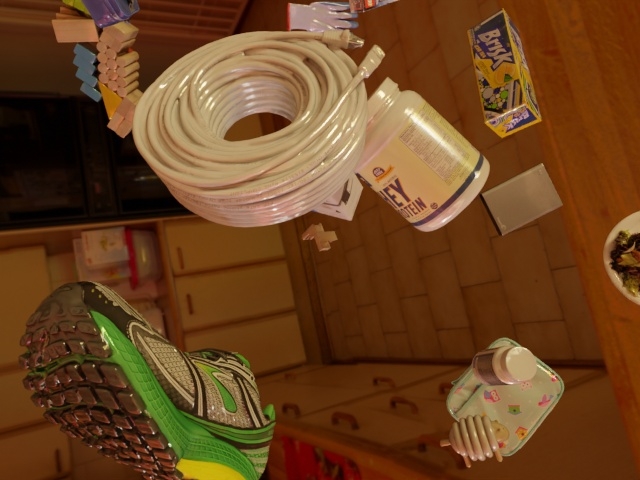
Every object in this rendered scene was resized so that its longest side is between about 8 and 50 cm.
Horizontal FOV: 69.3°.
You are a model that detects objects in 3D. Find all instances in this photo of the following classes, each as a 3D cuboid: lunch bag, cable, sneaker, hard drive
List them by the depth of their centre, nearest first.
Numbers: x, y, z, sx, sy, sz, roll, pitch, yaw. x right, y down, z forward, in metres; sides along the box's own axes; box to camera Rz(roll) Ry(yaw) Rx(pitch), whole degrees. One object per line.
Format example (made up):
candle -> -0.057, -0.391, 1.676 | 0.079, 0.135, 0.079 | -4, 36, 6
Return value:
sneaker -> -0.152, 0.155, 0.472 | 0.146, 0.134, 0.344 | -71, -30, -41
cable -> -0.074, -0.136, 0.530 | 0.089, 0.257, 0.257 | 78, -151, -58
lunch bag -> -0.344, -0.400, 0.754 | 0.067, 0.065, 0.098 | -80, -31, -49
hard drive -> 0.399, -0.081, 0.926 | 0.094, 0.135, 0.022 | 63, -178, -1
lunch bag -> 0.482, 0.414, 1.246 | 0.224, 0.108, 0.279 | 40, 92, 17

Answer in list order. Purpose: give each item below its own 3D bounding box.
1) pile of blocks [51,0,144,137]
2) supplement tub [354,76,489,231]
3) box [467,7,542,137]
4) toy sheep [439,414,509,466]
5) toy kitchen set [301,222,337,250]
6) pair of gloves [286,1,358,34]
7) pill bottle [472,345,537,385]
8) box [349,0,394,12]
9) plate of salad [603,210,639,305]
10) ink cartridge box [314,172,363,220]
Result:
pile of blocks -> -0.448, -0.408, 0.968 | 0.113, 0.148, 0.362 | -92, 4, -60
supplement tub -> 0.212, -0.205, 1.118 | 0.325, 0.235, 0.235 | 40, 150, -8
box -> 0.255, -0.234, 0.648 | 0.059, 0.054, 0.169 | -22, 59, 39
toy sheep -> 0.296, 0.382, 0.893 | 0.091, 0.132, 0.091 | -20, -90, -79
toy kitchen set -> 0.000, 0.000, 1.407 | 0.075, 0.068, 0.083 | -43, 62, 48
pair of gloves -> 0.012, -0.466, 0.874 | 0.023, 0.159, 0.198 | 49, 140, 49
pill bottle -> 0.378, 0.259, 0.956 | 0.137, 0.078, 0.078 | 114, 142, -70
box -> 0.069, -0.378, 0.598 | 0.027, 0.094, 0.137 | 23, 136, 43
plate of salad -> 0.609, 0.029, 0.806 | 0.048, 0.199, 0.200 | 43, -160, -60
ink cartridge box -> -0.021, -0.179, 1.395 | 0.223, 0.307, 0.129 | 17, 83, 19
